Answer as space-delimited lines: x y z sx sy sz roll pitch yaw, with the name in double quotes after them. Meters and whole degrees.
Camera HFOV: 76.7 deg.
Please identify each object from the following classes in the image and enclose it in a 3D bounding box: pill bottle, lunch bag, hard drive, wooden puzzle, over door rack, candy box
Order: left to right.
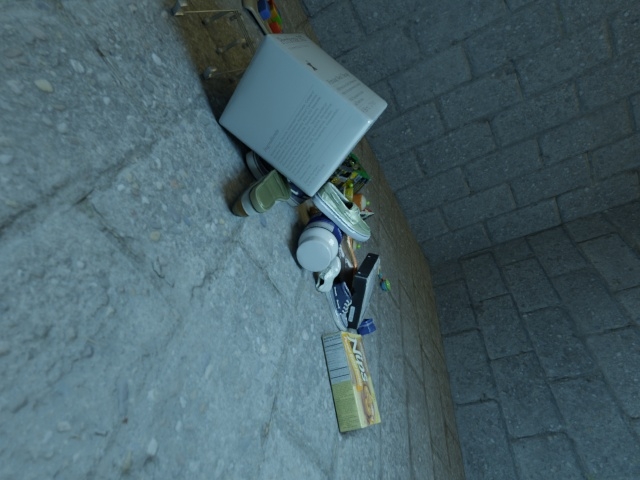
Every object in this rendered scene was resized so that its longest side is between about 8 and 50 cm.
-0.355 -0.688 1.419 0.324 0.108 0.239 -39 107 -53 "over door rack"
-0.277 -1.185 2.097 0.348 0.081 0.321 36 38 -55 "wooden puzzle"
0.000 0.000 1.535 0.153 0.153 0.264 62 22 -18 "pill bottle"
0.109 0.488 1.424 0.183 0.088 0.315 32 41 -58 "candy box"
0.188 0.210 1.761 0.339 0.064 0.236 -41 143 -69 "hard drive"
0.195 0.376 1.774 0.098 0.067 0.065 3 67 -66 "lunch bag"

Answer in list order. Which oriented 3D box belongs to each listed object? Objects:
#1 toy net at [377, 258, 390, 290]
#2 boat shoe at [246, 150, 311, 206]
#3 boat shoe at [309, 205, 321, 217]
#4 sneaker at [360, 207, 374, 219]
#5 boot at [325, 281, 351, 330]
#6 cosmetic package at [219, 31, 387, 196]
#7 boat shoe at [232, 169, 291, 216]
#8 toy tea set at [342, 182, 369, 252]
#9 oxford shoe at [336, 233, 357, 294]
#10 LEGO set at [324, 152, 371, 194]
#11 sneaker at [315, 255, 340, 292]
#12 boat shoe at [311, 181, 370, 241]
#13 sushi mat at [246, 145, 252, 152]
0.365 0.190 2.403 0.122 0.045 0.231 13 58 -65 "toy net"
-0.115 -0.248 1.482 0.341 0.158 0.127 34 40 -57 "boat shoe"
0.006 -0.129 1.795 0.066 0.066 0.183 68 21 3 "boat shoe"
0.229 -0.178 2.352 0.118 0.108 0.279 63 17 10 "sneaker"
0.087 0.259 1.593 0.189 0.086 0.069 68 21 0 "boot"
-0.047 -0.428 1.359 0.394 0.327 0.329 38 32 -4 "cosmetic package"
-0.184 -0.150 1.292 0.113 0.104 0.302 67 21 -10 "boat shoe"
0.172 -0.104 1.995 0.200 0.125 0.335 28 65 -80 "toy tea set"
0.072 0.062 1.744 0.130 0.133 0.362 168 -85 -73 "oxford shoe"
0.086 -0.342 2.111 0.332 0.192 0.254 -4 55 -54 "LEGO set"
0.030 0.128 1.541 0.061 0.054 0.152 20 91 -51 "sneaker"
0.099 -0.102 1.542 0.302 0.094 0.109 36 29 -29 "boat shoe"
-0.218 -0.391 1.565 0.317 0.019 0.151 -13 83 -69 "sushi mat"
